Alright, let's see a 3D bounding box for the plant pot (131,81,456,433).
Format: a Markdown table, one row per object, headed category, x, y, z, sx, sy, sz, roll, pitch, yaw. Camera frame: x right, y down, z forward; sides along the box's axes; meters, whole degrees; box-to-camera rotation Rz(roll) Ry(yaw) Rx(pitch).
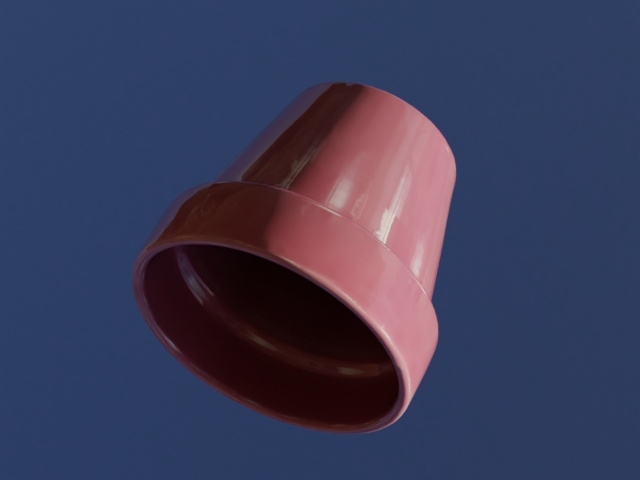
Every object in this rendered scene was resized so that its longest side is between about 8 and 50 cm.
| category | x | y | z | sx | sy | sz | roll | pitch | yaw |
| --- | --- | --- | --- | --- | --- | --- | --- | --- | --- |
| plant pot | 0.000 | 0.000 | 1.154 | 0.201 | 0.201 | 0.180 | 7 | -128 | 28 |
